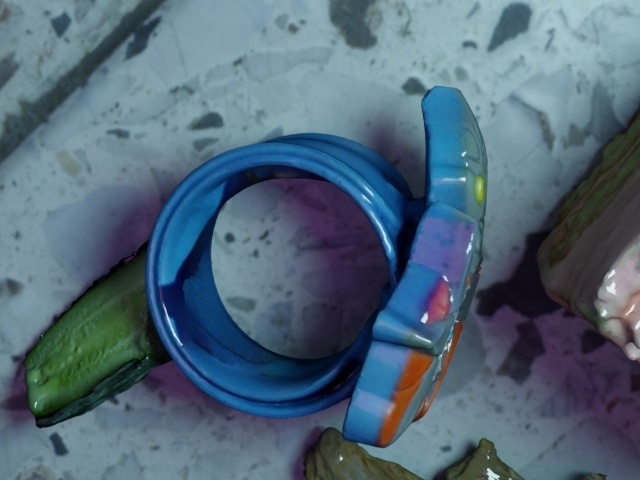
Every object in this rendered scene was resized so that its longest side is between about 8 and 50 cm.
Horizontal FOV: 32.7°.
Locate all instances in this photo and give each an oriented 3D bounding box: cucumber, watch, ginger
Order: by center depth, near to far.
[{"bbox_3d":[0.000,0.000,0.942,0.274,0.241,0.305,15,100,13],"label":"watch"},{"bbox_3d":[-0.191,0.099,1.027,0.193,0.086,0.115,-34,53,8],"label":"cucumber"},{"bbox_3d":[0.125,0.247,1.038,0.290,0.084,0.122,10,106,1],"label":"ginger"}]

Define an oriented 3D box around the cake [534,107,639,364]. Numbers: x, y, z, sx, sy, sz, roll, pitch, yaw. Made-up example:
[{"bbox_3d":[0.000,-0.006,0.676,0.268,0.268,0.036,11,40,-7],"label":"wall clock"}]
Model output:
[{"bbox_3d":[0.367,0.019,0.880,0.314,0.307,0.293,36,100,-4],"label":"cake"}]
